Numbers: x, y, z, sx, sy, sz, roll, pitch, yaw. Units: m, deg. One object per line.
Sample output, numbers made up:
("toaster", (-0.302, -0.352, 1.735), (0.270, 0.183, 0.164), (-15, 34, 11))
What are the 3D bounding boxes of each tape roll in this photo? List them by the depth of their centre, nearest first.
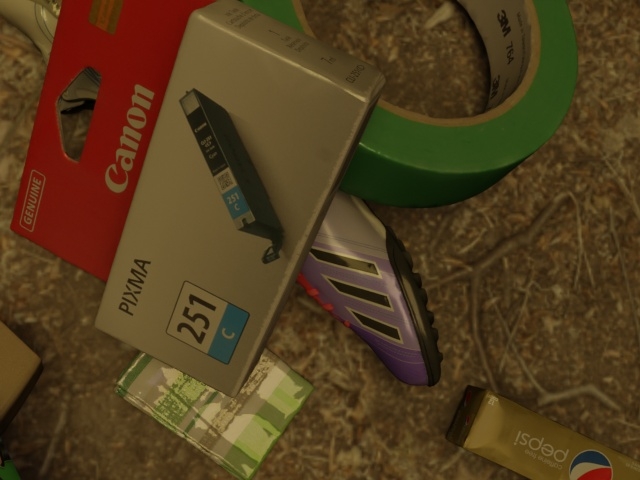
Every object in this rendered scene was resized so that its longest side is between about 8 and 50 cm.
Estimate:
("tape roll", (0.071, -0.190, 0.761), (0.321, 0.077, 0.321), (8, 67, -19))

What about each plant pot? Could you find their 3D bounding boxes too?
("plant pot", (-0.294, 0.114, 0.723), (0.109, 0.109, 0.096), (44, 68, -1))

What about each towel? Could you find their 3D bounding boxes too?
("towel", (-0.095, 0.133, 0.784), (0.152, 0.023, 0.113), (37, 81, -2))

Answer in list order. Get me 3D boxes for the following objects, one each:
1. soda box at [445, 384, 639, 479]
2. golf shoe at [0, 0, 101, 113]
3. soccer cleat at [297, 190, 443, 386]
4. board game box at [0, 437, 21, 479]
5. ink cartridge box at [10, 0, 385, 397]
("soda box", (0.212, 0.198, 0.796), (0.181, 0.061, 0.058), (25, 82, -4))
("golf shoe", (-0.229, -0.160, 0.779), (0.176, 0.069, 0.086), (32, 87, -2))
("soccer cleat", (0.000, 0.000, 0.771), (0.116, 0.108, 0.318), (-27, 84, -8))
("board game box", (-0.326, 0.292, 0.650), (0.317, 0.046, 0.214), (-28, 87, 21))
("ink cartridge box", (-0.125, -0.051, 0.678), (0.261, 0.066, 0.296), (27, 121, 4))
